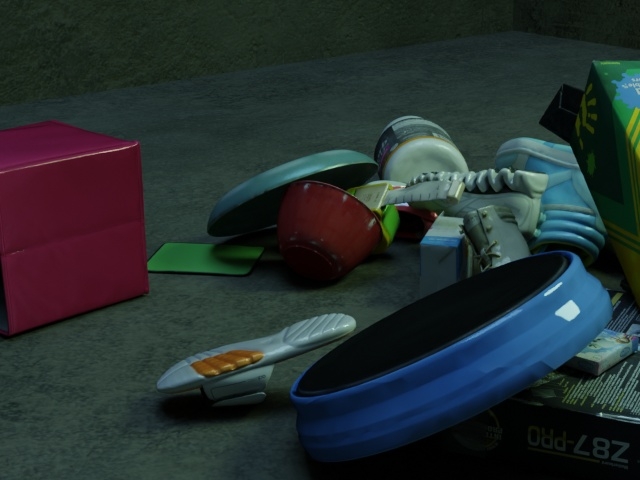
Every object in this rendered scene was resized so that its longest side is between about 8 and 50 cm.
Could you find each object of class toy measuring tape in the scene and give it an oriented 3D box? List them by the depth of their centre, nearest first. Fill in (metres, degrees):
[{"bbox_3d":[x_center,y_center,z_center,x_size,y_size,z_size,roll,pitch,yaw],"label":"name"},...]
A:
[{"bbox_3d":[0.121,-0.036,2.048,0.330,0.121,0.121,-7,10,42],"label":"toy measuring tape"}]

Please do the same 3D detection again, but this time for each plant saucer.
[{"bbox_3d":[-0.053,-0.086,2.139,0.317,0.044,0.317,-21,-8,-3],"label":"plant saucer"}]

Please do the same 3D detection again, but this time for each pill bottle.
[{"bbox_3d":[0.188,-0.147,2.392,0.162,0.162,0.278,-2,18,-3],"label":"pill bottle"}]

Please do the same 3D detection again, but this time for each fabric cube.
[{"bbox_3d":[-0.446,-0.031,1.916,0.258,0.259,0.254,-17,23,-40],"label":"fabric cube"}]

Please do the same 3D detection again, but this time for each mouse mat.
[{"bbox_3d":[-0.197,0.031,2.116,0.189,0.007,0.152,3,19,10],"label":"mouse mat"}]

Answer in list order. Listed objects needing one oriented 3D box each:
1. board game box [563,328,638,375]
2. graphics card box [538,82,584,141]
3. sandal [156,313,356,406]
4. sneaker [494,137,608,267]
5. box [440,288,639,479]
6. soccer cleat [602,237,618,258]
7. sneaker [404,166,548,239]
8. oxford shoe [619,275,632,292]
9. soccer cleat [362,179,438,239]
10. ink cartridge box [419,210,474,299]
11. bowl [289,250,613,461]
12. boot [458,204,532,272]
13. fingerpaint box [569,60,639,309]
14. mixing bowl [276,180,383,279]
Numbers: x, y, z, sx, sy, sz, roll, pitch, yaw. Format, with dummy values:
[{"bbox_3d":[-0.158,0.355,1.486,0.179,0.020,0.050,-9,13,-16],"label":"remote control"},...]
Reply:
[{"bbox_3d":[0.315,0.126,1.475,0.090,0.020,0.090,14,27,42],"label":"board game box"},{"bbox_3d":[0.580,-0.129,2.145,0.371,0.094,0.233,30,8,-23],"label":"graphics card box"},{"bbox_3d":[-0.074,0.167,1.566,0.265,0.076,0.102,-17,12,-3],"label":"sandal"},{"bbox_3d":[0.365,-0.051,2.058,0.127,0.208,0.319,31,-7,-28],"label":"sneaker"},{"bbox_3d":[0.363,0.167,1.528,0.318,0.097,0.395,9,21,24],"label":"box"},{"bbox_3d":[0.482,-0.030,2.079,0.093,0.121,0.289,-12,21,-29],"label":"soccer cleat"},{"bbox_3d":[0.243,-0.056,2.034,0.110,0.118,0.292,2,0,-37],"label":"sneaker"},{"bbox_3d":[0.559,0.035,1.920,0.227,0.096,0.083,-11,22,-25],"label":"oxford shoe"},{"bbox_3d":[0.222,-0.046,2.207,0.318,0.109,0.116,0,37,0],"label":"soccer cleat"},{"bbox_3d":[0.203,0.027,1.947,0.061,0.104,0.181,4,19,16],"label":"ink cartridge box"},{"bbox_3d":[0.140,0.124,1.424,0.391,0.077,0.391,-27,4,2],"label":"bowl"},{"bbox_3d":[0.246,0.035,1.816,0.213,0.165,0.077,-14,-17,-46],"label":"boot"},{"bbox_3d":[0.614,-0.086,1.698,0.444,0.163,0.371,-1,42,-7],"label":"fingerpaint box"},{"bbox_3d":[0.000,0.000,1.990,0.181,0.181,0.098,8,55,27],"label":"mixing bowl"}]
